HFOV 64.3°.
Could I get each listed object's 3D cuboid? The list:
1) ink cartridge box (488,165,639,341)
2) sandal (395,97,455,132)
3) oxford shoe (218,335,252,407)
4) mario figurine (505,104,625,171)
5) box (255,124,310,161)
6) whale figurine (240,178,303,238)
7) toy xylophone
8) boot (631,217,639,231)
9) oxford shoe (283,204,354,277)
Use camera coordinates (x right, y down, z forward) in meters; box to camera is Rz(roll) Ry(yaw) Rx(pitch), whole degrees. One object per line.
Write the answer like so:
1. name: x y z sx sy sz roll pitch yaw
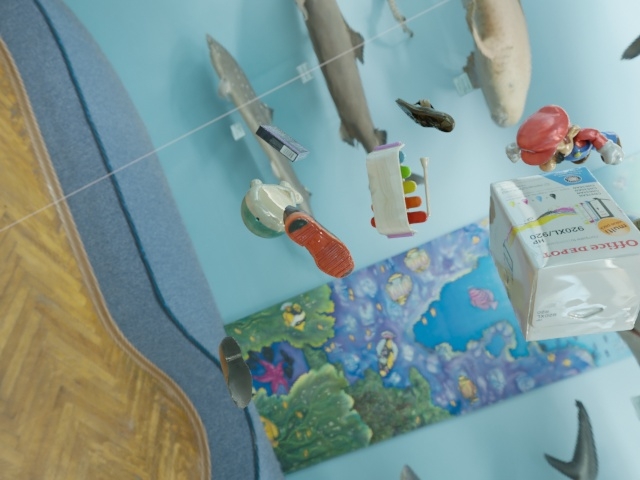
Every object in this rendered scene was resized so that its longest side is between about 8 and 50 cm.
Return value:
1. ink cartridge box: 0.395 0.019 0.843 0.233 0.171 0.168 -92 171 -51
2. sandal: 0.292 -0.354 1.388 0.090 0.060 0.219 39 -2 -37
3. oxford shoe: -0.258 0.400 1.532 0.076 0.076 0.212 -4 63 -31
4. mario figurine: 0.593 -0.213 1.246 0.320 0.198 0.170 1 59 -34
5. box: -0.091 -0.245 1.280 0.116 0.029 0.162 37 16 0
6. whale figurine: -0.156 -0.103 1.651 0.216 0.141 0.272 43 29 -3
7. toy xylophone: 0.258 -0.160 1.657 0.081 0.236 0.323 -15 105 -56
8. boot: 0.675 -0.004 0.866 0.207 0.248 0.090 -2 90 -37
9. oxford shoe: 0.000 0.000 1.372 0.271 0.097 0.098 48 10 -34
